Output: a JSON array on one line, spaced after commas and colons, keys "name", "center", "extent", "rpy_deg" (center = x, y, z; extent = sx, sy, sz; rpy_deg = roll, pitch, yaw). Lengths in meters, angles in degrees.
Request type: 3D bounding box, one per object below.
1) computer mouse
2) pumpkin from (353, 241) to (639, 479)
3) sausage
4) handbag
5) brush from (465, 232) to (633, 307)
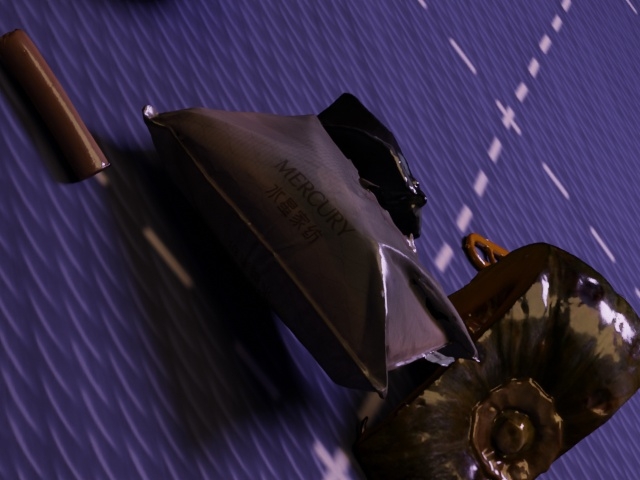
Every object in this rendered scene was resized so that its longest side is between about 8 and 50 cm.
[{"name": "computer mouse", "center": [0.028, -0.056, 1.279], "extent": [0.192, 0.062, 0.106], "rpy_deg": [-135, -156, -65]}, {"name": "pumpkin", "center": [0.131, 0.127, 1.283], "extent": [0.280, 0.190, 0.139], "rpy_deg": [-39, 97, -18]}, {"name": "sausage", "center": [-0.184, -0.093, 1.074], "extent": [0.116, 0.026, 0.026], "rpy_deg": [57, 28, 2]}, {"name": "handbag", "center": [0.000, 0.000, 1.152], "extent": [0.270, 0.117, 0.182], "rpy_deg": [49, 28, 18]}, {"name": "brush", "center": [0.241, 0.054, 1.599], "extent": [0.314, 0.017, 0.090], "rpy_deg": [25, 39, -44]}]
